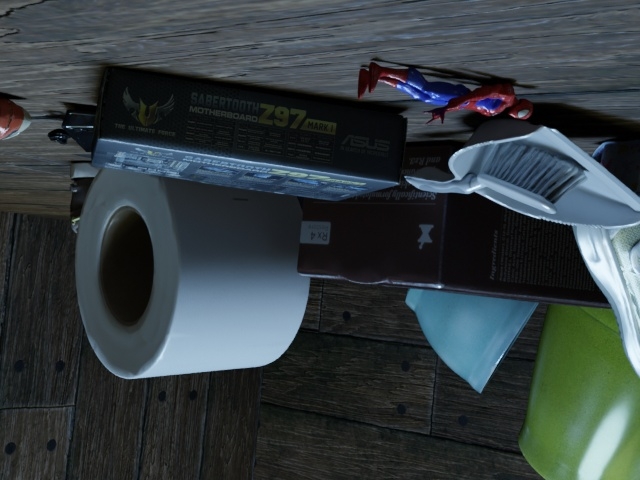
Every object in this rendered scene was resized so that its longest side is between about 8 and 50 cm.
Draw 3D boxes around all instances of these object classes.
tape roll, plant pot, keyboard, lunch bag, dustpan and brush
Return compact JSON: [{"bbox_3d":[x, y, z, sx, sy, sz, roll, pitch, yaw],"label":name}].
[{"bbox_3d":[-0.148,0.027,1.136,0.169,0.246,0.246,1,-179,-39],"label":"tape roll"},{"bbox_3d":[0.270,0.087,1.733,0.196,0.293,0.293,32,-177,13],"label":"plant pot"},{"bbox_3d":[-0.214,-0.106,0.983,0.108,0.023,0.180,-1,177,-6],"label":"keyboard"},{"bbox_3d":[0.265,-0.053,0.818,0.071,0.053,0.083,9,-176,-17],"label":"lunch bag"},{"bbox_3d":[0.483,0.217,1.564,0.366,0.353,0.366,18,-163,-6],"label":"plant pot"},{"bbox_3d":[0.142,-0.051,0.819,0.147,0.060,0.211,31,178,-34],"label":"dustpan and brush"}]

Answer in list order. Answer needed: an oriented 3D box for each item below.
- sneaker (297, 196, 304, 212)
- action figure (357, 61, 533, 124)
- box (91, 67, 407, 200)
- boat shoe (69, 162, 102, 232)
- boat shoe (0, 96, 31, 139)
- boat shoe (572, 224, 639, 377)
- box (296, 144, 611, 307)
[{"bbox_3d":[0.048,-0.021,1.398,0.270,0.090,0.145,6,173,-11],"label":"sneaker"},{"bbox_3d":[0.082,-0.092,0.644,0.115,0.030,0.038,4,173,-14],"label":"action figure"},{"bbox_3d":[-0.067,-0.080,0.826,0.232,0.059,0.183,7,177,-13],"label":"box"},{"bbox_3d":[-0.202,-0.048,1.344,0.324,0.097,0.116,4,177,26],"label":"boat shoe"},{"bbox_3d":[-0.321,-0.108,0.919,0.137,0.049,0.043,-3,175,36],"label":"boat shoe"},{"bbox_3d":[0.347,0.051,0.972,0.103,0.118,0.320,-6,128,42],"label":"boat shoe"},{"bbox_3d":[0.176,-0.006,1.087,0.191,0.143,0.381,3,178,44],"label":"box"}]
